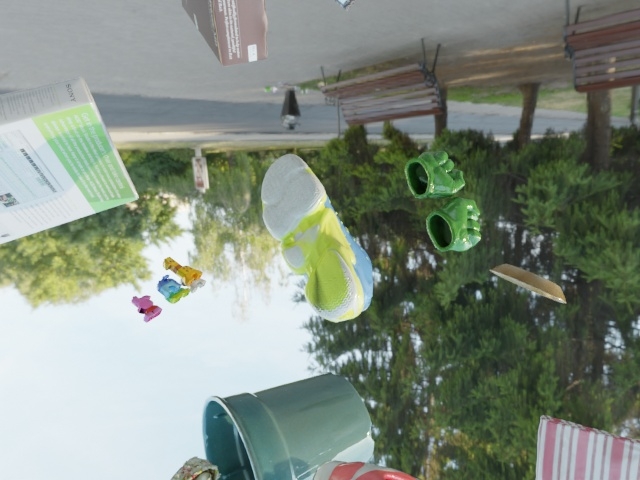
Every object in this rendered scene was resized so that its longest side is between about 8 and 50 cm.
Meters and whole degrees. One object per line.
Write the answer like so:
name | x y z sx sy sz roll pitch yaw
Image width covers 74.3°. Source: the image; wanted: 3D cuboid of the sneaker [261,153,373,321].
sneaker | 0.000 0.000 0.572 0.091 0.240 0.126 -28 155 19

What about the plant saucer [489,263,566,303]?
plant saucer | 0.231 0.045 0.467 0.083 0.015 0.083 25 -178 -1

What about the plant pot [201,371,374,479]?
plant pot | -0.072 0.495 1.035 0.334 0.342 0.341 -10 -168 -35

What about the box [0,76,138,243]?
box | -0.448 -0.085 0.584 0.321 0.059 0.232 -21 158 -18

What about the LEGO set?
LEGO set | -0.378 0.100 1.062 0.093 0.087 0.227 35 -156 7

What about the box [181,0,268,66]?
box | -0.275 -0.656 1.139 0.143 0.191 0.381 -21 -125 -20

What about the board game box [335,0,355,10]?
board game box | 0.066 -0.679 0.849 0.232 0.141 0.291 32 145 -22

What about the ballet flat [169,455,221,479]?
ballet flat | -0.250 0.469 0.751 0.077 0.091 0.241 0 -172 10

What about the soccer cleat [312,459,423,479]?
soccer cleat | 0.121 0.380 0.589 0.116 0.109 0.318 -17 138 36

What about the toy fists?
toy fists | 0.332 -0.107 1.106 0.142 0.279 0.096 -13 167 -41

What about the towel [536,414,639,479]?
towel | 0.510 0.415 0.781 0.196 0.144 0.029 6 -170 30
